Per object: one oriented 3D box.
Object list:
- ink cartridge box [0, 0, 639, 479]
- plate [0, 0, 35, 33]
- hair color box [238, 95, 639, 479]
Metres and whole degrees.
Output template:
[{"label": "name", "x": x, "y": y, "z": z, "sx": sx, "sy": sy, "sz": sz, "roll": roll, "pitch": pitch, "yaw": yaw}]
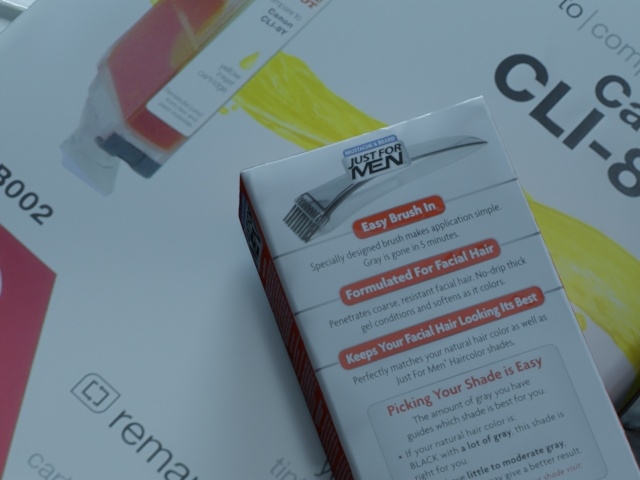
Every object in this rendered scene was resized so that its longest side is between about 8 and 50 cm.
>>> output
[{"label": "ink cartridge box", "x": 0.000, "y": 0.000, "z": 0.759, "sx": 0.279, "sy": 0.160, "sz": 0.384, "roll": 41, "pitch": 72, "yaw": 12}, {"label": "plate", "x": -0.247, "y": -0.054, "z": 1.069, "sx": 0.278, "sy": 0.045, "sz": 0.277, "roll": 18, "pitch": 76, "yaw": -6}, {"label": "hair color box", "x": 0.041, "y": 0.044, "z": 0.631, "sx": 0.093, "sy": 0.053, "sz": 0.167, "roll": -18, "pitch": 75, "yaw": -10}]
